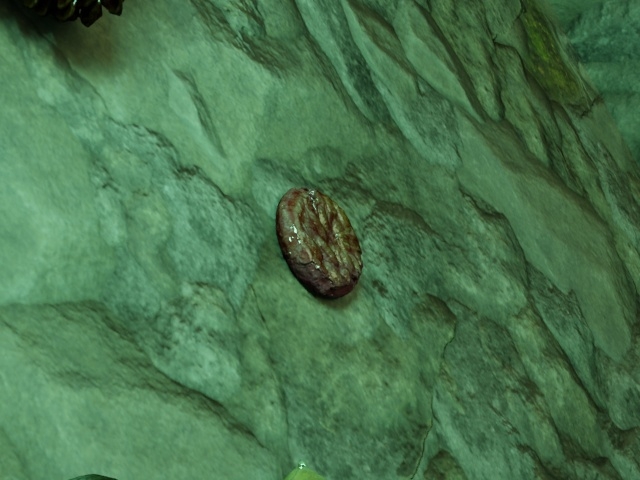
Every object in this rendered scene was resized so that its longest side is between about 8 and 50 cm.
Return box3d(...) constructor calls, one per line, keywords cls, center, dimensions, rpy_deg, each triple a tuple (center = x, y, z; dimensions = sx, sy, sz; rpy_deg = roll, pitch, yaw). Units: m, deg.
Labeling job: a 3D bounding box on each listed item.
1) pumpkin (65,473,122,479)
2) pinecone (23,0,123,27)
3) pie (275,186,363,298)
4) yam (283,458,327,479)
box3d(cls="pumpkin", center=(-0.149, 0.278, 1.069), dimensions=(0.157, 0.223, 0.224), rpy_deg=(-37, 99, -23))
box3d(cls="pinecone", center=(-0.267, -0.302, 1.452), dimensions=(0.165, 0.163, 0.163), rpy_deg=(-3, 67, -45))
box3d(cls="pie", center=(0.000, 0.000, 1.724), dimensions=(0.154, 0.036, 0.154), rpy_deg=(39, 35, -35))
box3d(cls="yam", center=(-0.059, 0.335, 1.308), dimensions=(0.083, 0.083, 0.371), rpy_deg=(54, 31, -12))
